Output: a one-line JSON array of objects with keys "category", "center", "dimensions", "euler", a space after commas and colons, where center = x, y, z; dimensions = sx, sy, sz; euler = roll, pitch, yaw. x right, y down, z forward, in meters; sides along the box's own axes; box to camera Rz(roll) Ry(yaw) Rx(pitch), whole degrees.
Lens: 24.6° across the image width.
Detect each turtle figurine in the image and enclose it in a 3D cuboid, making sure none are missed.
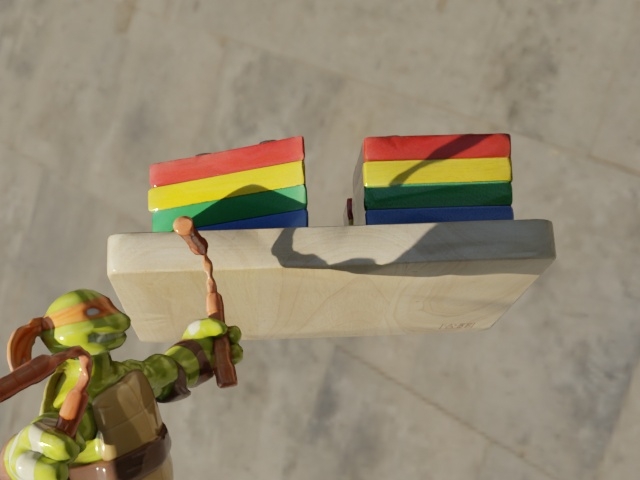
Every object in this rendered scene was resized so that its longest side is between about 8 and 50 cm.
[{"category": "turtle figurine", "center": [-0.100, 0.115, 0.693], "dimensions": [0.087, 0.269, 0.217], "euler": [-11, 99, 18]}]

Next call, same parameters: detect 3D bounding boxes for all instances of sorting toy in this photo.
[{"category": "sorting toy", "center": [0.000, 0.000, 0.957], "dimensions": [0.257, 0.256, 0.089], "euler": [102, 166, -77]}]
